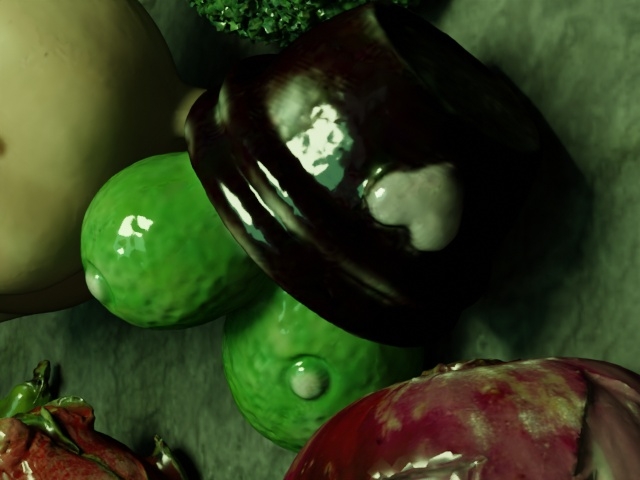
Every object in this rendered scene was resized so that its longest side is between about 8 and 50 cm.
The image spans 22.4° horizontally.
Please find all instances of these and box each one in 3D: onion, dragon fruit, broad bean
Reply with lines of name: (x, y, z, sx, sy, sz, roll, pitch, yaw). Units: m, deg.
onion: (0.069, 0.137, 0.766, 0.207, 0.201, 0.200, 20, 105, 51)
dragon fruit: (-0.189, 0.219, 1.050, 0.200, 0.198, 0.269, 57, 140, 3)
broad bean: (-0.268, 0.171, 1.225, 0.254, 0.046, 0.065, -38, 57, 39)

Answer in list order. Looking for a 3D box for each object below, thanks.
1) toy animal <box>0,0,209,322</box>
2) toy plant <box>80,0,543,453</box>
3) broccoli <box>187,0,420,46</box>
toy animal: (-0.184, -0.052, 0.963, 0.269, 0.326, 0.237, -40, 82, 10)
toy plant: (0.000, 0.000, 0.834, 0.235, 0.218, 0.175, -45, 31, 24)
broccoli: (-0.019, -0.207, 0.902, 0.220, 0.194, 0.194, 169, 98, -70)
